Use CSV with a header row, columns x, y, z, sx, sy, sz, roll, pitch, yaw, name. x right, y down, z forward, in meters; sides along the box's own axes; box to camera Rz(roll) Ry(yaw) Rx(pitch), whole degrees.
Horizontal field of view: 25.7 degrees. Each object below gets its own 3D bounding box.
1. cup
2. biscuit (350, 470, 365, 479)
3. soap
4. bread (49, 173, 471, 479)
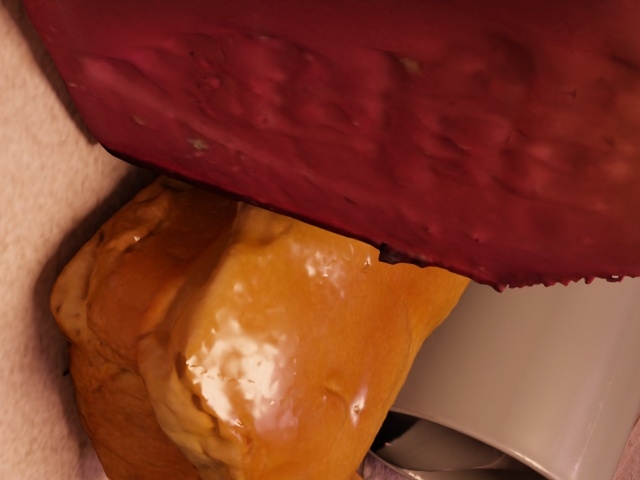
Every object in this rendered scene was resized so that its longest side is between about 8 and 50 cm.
x,y,z,sx,sy,sz,roll,pitch,yaw,name
0.170,0.051,1.103,0.312,0.206,0.205,-63,155,-21,cup
0.059,0.228,1.033,0.027,0.184,0.133,-35,135,-13,biscuit
0.037,-0.088,0.561,0.220,0.325,0.127,72,40,-57,soap
0.005,-0.001,0.769,0.344,0.149,0.195,-51,150,-38,bread
